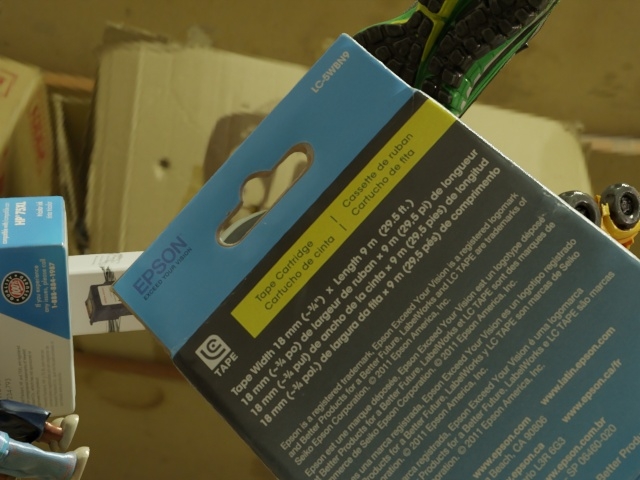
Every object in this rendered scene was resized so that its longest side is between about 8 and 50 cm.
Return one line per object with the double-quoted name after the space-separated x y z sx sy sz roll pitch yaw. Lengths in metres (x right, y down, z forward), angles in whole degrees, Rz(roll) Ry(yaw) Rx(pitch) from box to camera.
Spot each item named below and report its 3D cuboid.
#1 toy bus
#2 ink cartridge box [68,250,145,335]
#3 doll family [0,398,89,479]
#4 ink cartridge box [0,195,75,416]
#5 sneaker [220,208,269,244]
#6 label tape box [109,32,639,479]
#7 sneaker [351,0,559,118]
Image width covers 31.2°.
0.371 0.034 1.639 0.220 0.211 0.149 -11 -3 -33 "toy bus"
-0.296 0.075 1.740 0.237 0.100 0.172 -4 7 -7 "ink cartridge box"
-0.211 0.120 0.664 0.111 0.076 0.193 25 -39 -22 "doll family"
-0.280 0.049 0.746 0.231 0.078 0.134 -3 -62 -12 "ink cartridge box"
0.000 0.000 1.008 0.118 0.222 0.083 -8 -71 48 "sneaker"
0.062 0.062 0.727 0.240 0.334 0.106 -47 -28 1 "label tape box"
0.128 -0.180 1.073 0.134 0.146 0.343 53 -52 8 "sneaker"
